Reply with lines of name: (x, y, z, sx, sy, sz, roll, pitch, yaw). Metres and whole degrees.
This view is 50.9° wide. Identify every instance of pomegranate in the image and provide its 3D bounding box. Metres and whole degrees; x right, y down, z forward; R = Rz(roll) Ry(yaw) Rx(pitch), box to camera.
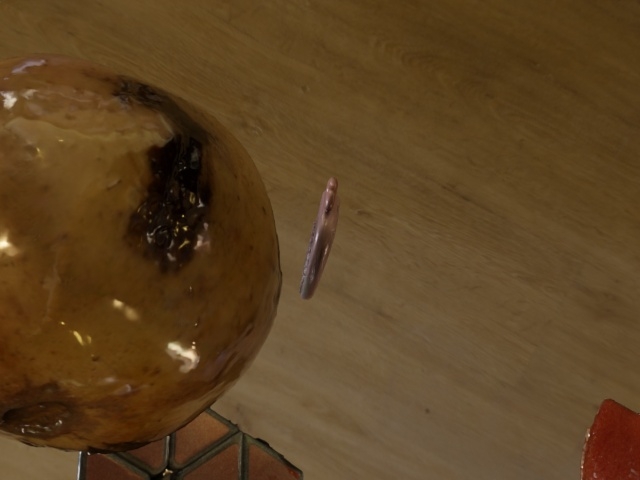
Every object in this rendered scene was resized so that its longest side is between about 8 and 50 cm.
pomegranate: (-0.184, 0.012, 0.507, 0.323, 0.322, 0.321, 0, 92, 0)

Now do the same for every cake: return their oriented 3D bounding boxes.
cake: (0.527, 0.307, 0.966, 0.158, 0.262, 0.159, 28, 54, -25)

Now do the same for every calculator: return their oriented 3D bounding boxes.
calculator: (0.000, 0.000, 0.804, 0.024, 0.103, 0.165, 14, 129, -3)

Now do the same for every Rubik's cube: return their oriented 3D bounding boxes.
Rubik's cube: (-0.203, 0.278, 0.789, 0.229, 0.228, 0.233, 43, 94, 27)
